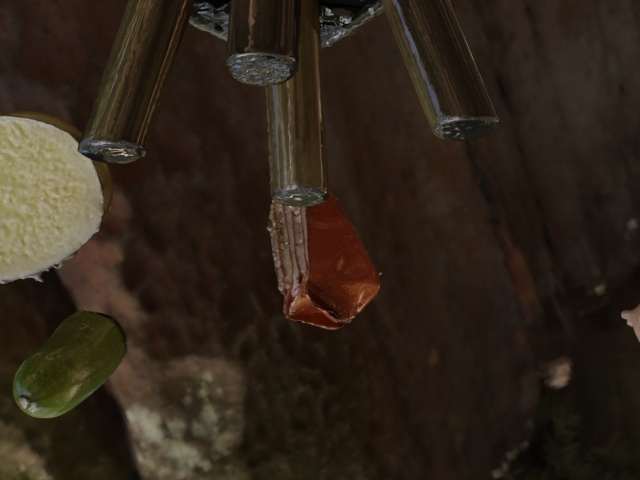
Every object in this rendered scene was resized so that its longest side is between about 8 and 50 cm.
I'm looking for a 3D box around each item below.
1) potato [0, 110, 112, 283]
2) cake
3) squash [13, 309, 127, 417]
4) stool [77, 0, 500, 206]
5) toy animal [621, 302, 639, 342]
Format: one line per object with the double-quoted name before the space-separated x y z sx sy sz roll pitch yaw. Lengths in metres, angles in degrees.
"potato" -0.291 -0.042 1.192 0.081 0.200 0.164 -73 -35 -75
"cake" -0.003 0.004 1.790 0.135 0.098 0.287 5 -130 -25
"squash" -0.305 0.158 1.519 0.095 0.095 0.188 58 -160 -11
"stool" -0.026 -0.185 1.106 0.310 0.310 0.226 11 -110 -39
"toy animal" 0.392 0.094 1.330 0.083 0.150 0.089 -33 -50 -47
